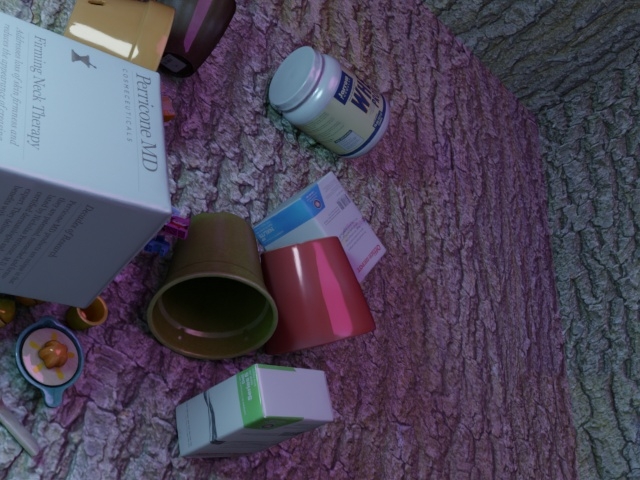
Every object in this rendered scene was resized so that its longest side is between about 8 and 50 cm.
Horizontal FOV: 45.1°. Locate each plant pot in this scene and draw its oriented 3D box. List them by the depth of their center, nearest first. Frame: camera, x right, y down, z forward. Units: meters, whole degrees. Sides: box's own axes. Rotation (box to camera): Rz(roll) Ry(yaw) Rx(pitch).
[{"bbox_3d":[-0.235,0.080,1.713,0.276,0.276,0.254,34,33,-32],"label":"plant pot"},{"bbox_3d":[-0.476,-0.433,1.747,0.204,0.291,0.290,21,50,-20],"label":"plant pot"},{"bbox_3d":[-0.024,0.127,1.855,0.275,0.275,0.243,-7,83,-51],"label":"plant pot"},{"bbox_3d":[-0.356,-0.554,2.033,0.215,0.215,0.230,31,61,-34],"label":"plant pot"}]

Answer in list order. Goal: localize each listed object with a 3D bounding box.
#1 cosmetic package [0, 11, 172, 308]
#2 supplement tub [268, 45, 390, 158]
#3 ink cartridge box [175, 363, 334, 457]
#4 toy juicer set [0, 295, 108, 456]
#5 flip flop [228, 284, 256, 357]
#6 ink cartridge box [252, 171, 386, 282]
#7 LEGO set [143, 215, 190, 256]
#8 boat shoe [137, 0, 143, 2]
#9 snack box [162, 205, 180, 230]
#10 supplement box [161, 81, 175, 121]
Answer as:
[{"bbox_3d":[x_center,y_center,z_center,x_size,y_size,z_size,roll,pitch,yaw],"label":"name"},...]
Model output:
[{"bbox_3d":[-0.504,-0.131,1.275,0.394,0.327,0.329,16,48,-36],"label":"cosmetic package"},{"bbox_3d":[0.028,-0.416,2.341,0.325,0.235,0.235,30,46,-35],"label":"supplement tub"},{"bbox_3d":[-0.141,0.359,1.600,0.198,0.273,0.114,15,53,-44],"label":"ink cartridge box"},{"bbox_3d":[-0.527,0.195,1.404,0.209,0.089,0.329,39,42,-27],"label":"toy juicer set"},{"bbox_3d":[-0.185,0.146,1.848,0.112,0.080,0.277,28,47,-36],"label":"flip flop"},{"bbox_3d":[0.000,0.000,2.064,0.270,0.197,0.198,55,36,-7],"label":"ink cartridge box"},{"bbox_3d":[-0.389,-0.034,1.701,0.227,0.087,0.093,19,25,8],"label":"LEGO set"},{"bbox_3d":[-0.507,-0.665,1.998,0.123,0.123,0.342,60,16,-58],"label":"boat shoe"},{"bbox_3d":[-0.406,-0.089,1.791,0.178,0.022,0.064,38,41,-28],"label":"snack box"},{"bbox_3d":[-0.414,-0.350,1.942,0.062,0.036,0.098,-14,77,-53],"label":"supplement box"}]
